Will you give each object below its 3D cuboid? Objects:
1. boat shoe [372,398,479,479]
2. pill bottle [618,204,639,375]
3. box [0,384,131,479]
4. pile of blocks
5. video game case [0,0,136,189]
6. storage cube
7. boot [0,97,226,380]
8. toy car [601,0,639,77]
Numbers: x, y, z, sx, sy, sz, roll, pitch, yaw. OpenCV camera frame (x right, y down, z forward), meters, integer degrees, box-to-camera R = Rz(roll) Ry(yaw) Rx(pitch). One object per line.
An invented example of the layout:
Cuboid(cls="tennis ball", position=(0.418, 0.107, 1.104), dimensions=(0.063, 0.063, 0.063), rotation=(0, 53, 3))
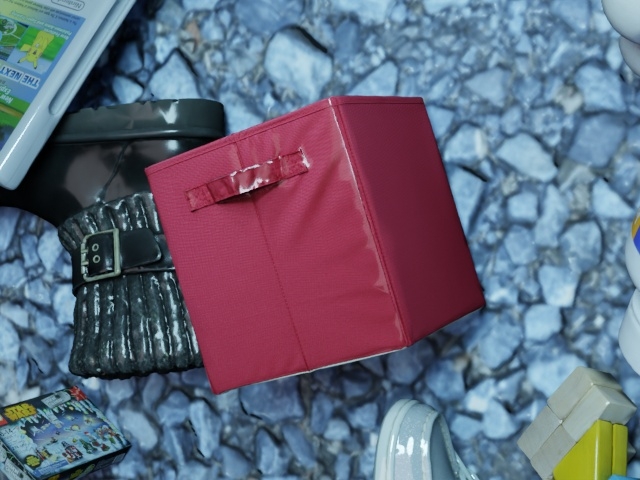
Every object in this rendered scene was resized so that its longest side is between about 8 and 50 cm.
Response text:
Cuboid(cls="boat shoe", position=(0.119, 0.284, 0.915), dimensions=(0.103, 0.118, 0.320), rotation=(-11, 90, 22))
Cuboid(cls="pill bottle", position=(0.299, -0.021, 0.753), dimensions=(0.152, 0.152, 0.272), rotation=(31, 128, 24))
Cuboid(cls="box", position=(-0.266, 0.196, 1.097), dimensions=(0.094, 0.137, 0.027), rotation=(41, 114, 20))
Cuboid(cls="pile of blocks", position=(0.224, 0.283, 0.833), dimensions=(0.149, 0.112, 0.362), rotation=(-1, 78, 48))
Cuboid(cls="video game case", position=(-0.331, -0.227, 1.090), dimensions=(0.329, 0.036, 0.300), rotation=(23, 77, 32))
Cuboid(cls="storage cube", position=(0.000, 0.000, 0.913), dimensions=(0.183, 0.215, 0.193), rotation=(-17, 89, 27))
Cuboid(cls="boot", position=(-0.235, 0.008, 1.079), dimensions=(0.348, 0.131, 0.260), rotation=(-4, 90, 27))
Cuboid(cls="toy car", position=(0.273, -0.206, 0.780), dimensions=(0.136, 0.182, 0.159), rotation=(-3, 75, 23))
